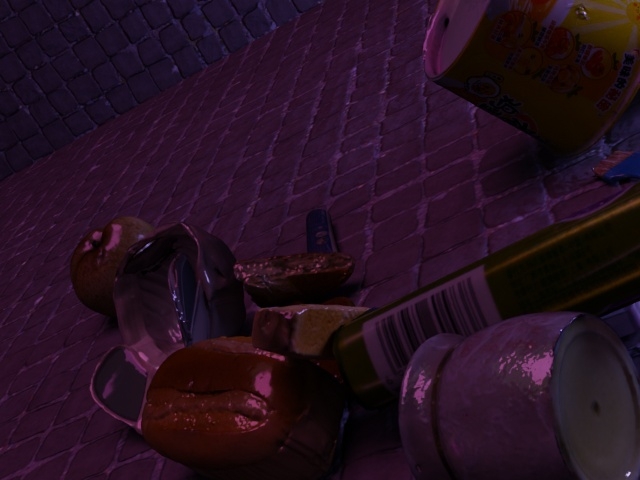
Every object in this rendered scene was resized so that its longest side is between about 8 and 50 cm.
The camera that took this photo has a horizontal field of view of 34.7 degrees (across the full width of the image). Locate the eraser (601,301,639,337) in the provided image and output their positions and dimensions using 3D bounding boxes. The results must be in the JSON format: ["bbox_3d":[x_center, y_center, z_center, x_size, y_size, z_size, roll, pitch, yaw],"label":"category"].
[{"bbox_3d":[0.262,0.054,0.952,0.065,0.026,0.105,-21,24,24],"label":"eraser"}]

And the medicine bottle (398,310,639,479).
[{"bbox_3d":[0.151,0.132,0.771,0.143,0.147,0.147,-17,26,42],"label":"medicine bottle"}]

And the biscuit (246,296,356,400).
[{"bbox_3d":[-0.016,0.131,1.152,0.180,0.039,0.236,-38,22,-19],"label":"biscuit"}]

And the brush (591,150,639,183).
[{"bbox_3d":[0.354,-0.071,1.112,0.051,0.014,0.164,-36,22,-6],"label":"brush"}]

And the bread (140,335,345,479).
[{"bbox_3d":[-0.086,0.169,1.033,0.236,0.106,0.140,-7,55,45],"label":"bread"}]

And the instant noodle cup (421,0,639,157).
[{"bbox_3d":[0.257,-0.254,1.237,0.264,0.200,0.264,-160,90,-75],"label":"instant noodle cup"}]

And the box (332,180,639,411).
[{"bbox_3d":[0.175,0.045,0.893,0.345,0.097,0.134,-30,-12,34],"label":"box"}]

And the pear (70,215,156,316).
[{"bbox_3d":[-0.321,0.043,1.633,0.167,0.136,0.167,-29,38,25],"label":"pear"}]

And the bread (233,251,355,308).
[{"bbox_3d":[-0.045,0.060,1.293,0.154,0.054,0.136,-1,-20,-17],"label":"bread"}]

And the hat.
[{"bbox_3d":[-0.171,0.110,1.265,0.232,0.161,0.275,-55,28,34],"label":"hat"}]

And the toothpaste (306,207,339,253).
[{"bbox_3d":[0.000,0.000,1.424,0.057,0.035,0.197,-34,23,13],"label":"toothpaste"}]

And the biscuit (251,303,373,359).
[{"bbox_3d":[0.002,0.087,0.990,0.056,0.052,0.188,4,-3,30],"label":"biscuit"}]
